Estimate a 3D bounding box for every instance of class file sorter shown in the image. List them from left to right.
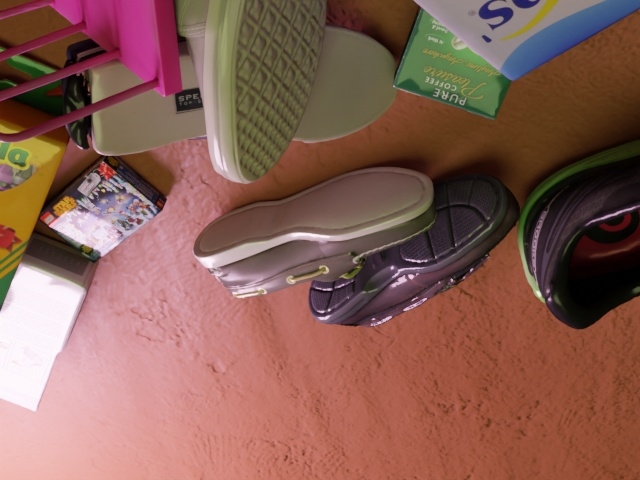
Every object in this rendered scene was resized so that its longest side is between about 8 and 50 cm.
[{"bbox_3d":[-0.277,-0.243,0.854,0.182,0.291,0.202,-26,136,-28],"label":"file sorter"}]

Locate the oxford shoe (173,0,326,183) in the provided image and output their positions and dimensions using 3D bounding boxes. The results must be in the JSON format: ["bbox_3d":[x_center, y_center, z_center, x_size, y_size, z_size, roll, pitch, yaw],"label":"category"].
[{"bbox_3d":[-0.082,-0.264,0.857,0.130,0.169,0.449,12,123,24],"label":"oxford shoe"}]

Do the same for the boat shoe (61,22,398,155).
[{"bbox_3d":[-0.101,-0.172,1.036,0.341,0.158,0.127,-6,116,-21],"label":"boat shoe"}]

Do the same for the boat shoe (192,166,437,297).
[{"bbox_3d":[0.001,-0.003,1.156,0.305,0.109,0.091,-14,126,27],"label":"boat shoe"}]

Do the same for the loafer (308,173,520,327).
[{"bbox_3d":[0.116,0.020,1.172,0.095,0.109,0.302,25,137,-36],"label":"loafer"}]

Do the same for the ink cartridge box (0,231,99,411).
[{"bbox_3d":[-0.468,0.073,1.316,0.296,0.066,0.261,23,128,-9],"label":"ink cartridge box"}]

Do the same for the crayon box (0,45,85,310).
[{"bbox_3d":[-0.410,-0.067,1.125,0.202,0.081,0.318,21,114,-17],"label":"crayon box"}]

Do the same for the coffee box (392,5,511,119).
[{"bbox_3d":[0.150,-0.218,0.975,0.113,0.040,0.184,16,119,-5],"label":"coffee box"}]

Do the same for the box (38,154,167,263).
[{"bbox_3d":[-0.265,-0.039,1.218,0.137,0.027,0.094,-34,116,31],"label":"box"}]

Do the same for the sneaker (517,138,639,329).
[{"bbox_3d":[0.407,-0.056,0.981,0.185,0.202,0.483,36,126,-20],"label":"sneaker"}]

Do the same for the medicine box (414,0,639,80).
[{"bbox_3d":[0.160,-0.294,0.737,0.263,0.149,0.289,-29,140,33],"label":"medicine box"}]
